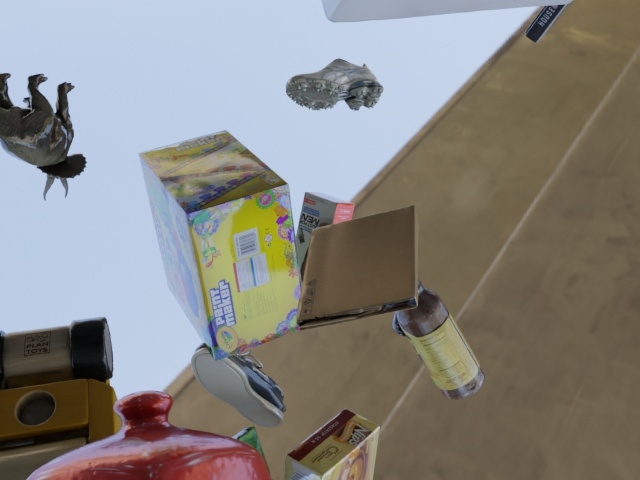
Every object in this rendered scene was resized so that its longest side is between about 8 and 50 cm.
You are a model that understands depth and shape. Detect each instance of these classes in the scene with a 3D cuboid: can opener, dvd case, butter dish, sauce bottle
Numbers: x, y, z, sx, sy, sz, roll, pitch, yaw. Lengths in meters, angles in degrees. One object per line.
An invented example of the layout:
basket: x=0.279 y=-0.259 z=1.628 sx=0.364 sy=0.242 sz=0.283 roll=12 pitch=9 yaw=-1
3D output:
can opener: x=0.222 y=0.167 z=1.815 sx=0.059 sy=0.073 sz=0.186 roll=25 pitch=-149 yaw=21
dvd case: x=0.417 y=-0.427 z=1.183 sx=0.029 sy=0.179 sz=0.239 roll=39 pitch=-117 yaw=4
butter dish: x=-0.099 y=0.146 z=0.445 sx=0.160 sy=0.160 sz=0.118 roll=-15 pitch=-109 yaw=28
sauce bottle: x=0.237 y=0.186 z=1.682 sx=0.111 sy=0.344 sz=0.111 roll=-28 pitch=-162 yaw=10

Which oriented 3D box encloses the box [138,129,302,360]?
box: x=-0.174 y=-0.001 z=1.368 sx=0.177 sy=0.290 sz=0.279 roll=-18 pitch=-148 yaw=-20

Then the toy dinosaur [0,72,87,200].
toy dinosaur: x=-0.460 y=-0.180 z=1.251 sx=0.120 sy=0.313 sz=0.160 roll=-14 pitch=-99 yaw=3

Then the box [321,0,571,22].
box: x=0.067 y=-0.318 z=0.377 sx=0.168 sy=0.215 sz=0.346 roll=-11 pitch=-100 yaw=-20

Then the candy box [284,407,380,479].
candy box: x=0.012 y=0.493 z=1.425 sx=0.087 sy=0.317 sz=0.183 roll=22 pitch=-152 yaw=32

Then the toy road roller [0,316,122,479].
toy road roller: x=-0.381 y=0.282 z=1.104 sx=0.202 sy=0.241 sz=0.330 roll=-7 pitch=-131 yaw=-10

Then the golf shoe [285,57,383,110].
golf shoe: x=0.017 y=-0.267 z=1.298 sx=0.176 sy=0.069 sz=0.086 roll=0 pitch=-121 yaw=-28

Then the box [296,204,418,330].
box: x=0.055 y=0.033 z=1.065 sx=0.164 sy=0.021 sz=0.201 roll=-13 pitch=-145 yaw=16

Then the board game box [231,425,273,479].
board game box: x=-0.164 y=0.421 z=1.282 sx=0.030 sy=0.136 sz=0.259 roll=-20 pitch=180 yaw=29

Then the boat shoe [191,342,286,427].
boat shoe: x=-0.145 y=0.255 z=1.438 sx=0.095 sy=0.254 sz=0.079 roll=-23 pitch=-141 yaw=29

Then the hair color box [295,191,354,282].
hair color box: x=0.000 y=0.000 z=1.460 sx=0.053 sy=0.167 sz=0.093 roll=0 pitch=-165 yaw=-44
